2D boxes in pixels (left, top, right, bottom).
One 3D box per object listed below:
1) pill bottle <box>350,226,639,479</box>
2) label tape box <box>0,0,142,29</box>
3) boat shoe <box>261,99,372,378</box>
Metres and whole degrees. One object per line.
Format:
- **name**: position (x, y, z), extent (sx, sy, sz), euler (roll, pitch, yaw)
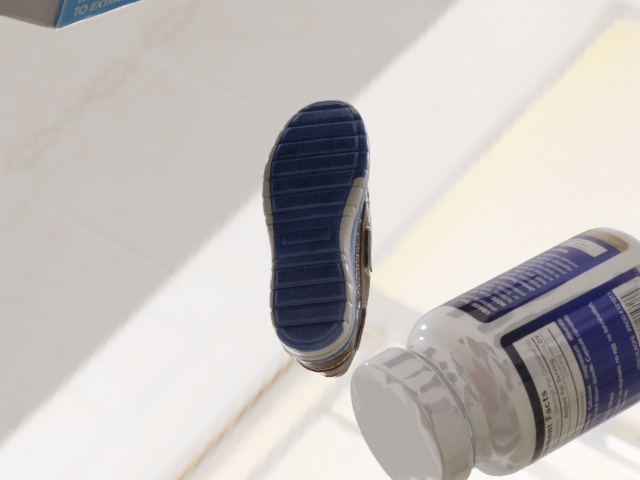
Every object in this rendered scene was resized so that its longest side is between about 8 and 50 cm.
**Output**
- **pill bottle**: position (0.166, 0.104, 1.530), extent (0.265, 0.153, 0.153), euler (-25, -51, -26)
- **label tape box**: position (-0.116, -0.209, 1.083), extent (0.249, 0.348, 0.115), euler (-28, -52, -47)
- **boat shoe**: position (0.000, 0.000, 1.134), extent (0.066, 0.066, 0.183), euler (66, -153, -56)
